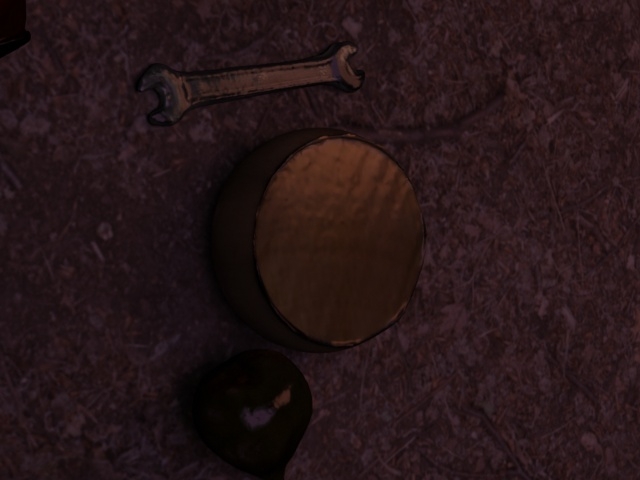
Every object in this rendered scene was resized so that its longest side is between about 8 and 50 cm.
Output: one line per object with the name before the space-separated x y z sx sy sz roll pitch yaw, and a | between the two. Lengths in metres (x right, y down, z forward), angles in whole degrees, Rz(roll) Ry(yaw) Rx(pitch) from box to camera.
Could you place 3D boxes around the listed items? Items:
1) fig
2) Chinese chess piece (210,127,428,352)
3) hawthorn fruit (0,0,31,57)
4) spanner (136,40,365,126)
fig | -0.082 0.205 1.305 0.126 0.185 0.133 23 45 4
Chinese chess piece | 0.000 0.000 1.344 0.257 0.104 0.257 -2 93 -35
hawthorn fruit | -0.352 -0.255 1.053 0.189 0.189 0.251 7 79 -35
spanner | -0.072 -0.183 1.343 0.302 0.017 0.071 -15 100 -33
